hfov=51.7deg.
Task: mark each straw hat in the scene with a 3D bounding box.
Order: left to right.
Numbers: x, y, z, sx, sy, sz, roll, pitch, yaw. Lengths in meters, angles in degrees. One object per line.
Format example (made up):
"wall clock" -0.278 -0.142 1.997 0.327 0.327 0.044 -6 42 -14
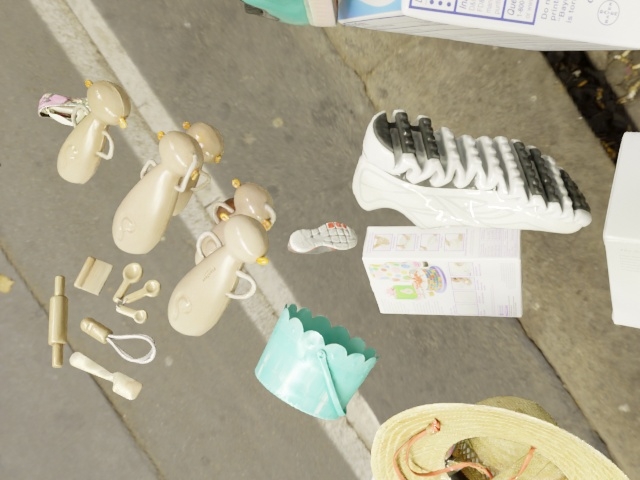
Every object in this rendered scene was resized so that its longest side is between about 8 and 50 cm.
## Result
"straw hat" 0.105 0.120 0.360 0.144 0.061 0.145 15 126 21

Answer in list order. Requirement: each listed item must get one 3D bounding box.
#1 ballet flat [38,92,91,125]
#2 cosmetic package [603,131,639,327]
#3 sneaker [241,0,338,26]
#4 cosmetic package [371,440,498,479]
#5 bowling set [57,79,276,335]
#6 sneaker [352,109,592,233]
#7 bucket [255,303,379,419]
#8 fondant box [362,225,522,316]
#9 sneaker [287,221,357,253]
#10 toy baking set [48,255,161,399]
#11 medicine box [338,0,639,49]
"ballet flat" -0.575 -0.309 1.600 0.221 0.077 0.079 5 60 3
"cosmetic package" 0.432 0.005 0.696 0.224 0.225 0.138 8 67 29
"sneaker" -0.054 -0.290 0.630 0.121 0.302 0.108 -1 79 7
"cosmetic package" 0.302 0.545 1.167 0.327 0.393 0.330 22 97 42
"bowling set" -0.128 -0.059 0.722 0.287 0.200 0.154 48 122 12
"sneaker" 0.177 -0.060 0.781 0.292 0.110 0.118 15 134 -11
"bucket" -0.012 0.297 1.616 0.281 0.281 0.183 29 94 0
"fondant box" 0.279 0.071 1.475 0.330 0.238 0.096 -1 54 17
"sneaker" 0.000 0.000 1.403 0.157 0.065 0.061 -2 73 -24
"toy baking set" -0.368 0.141 1.115 0.196 0.030 0.256 -6 67 8
"medicine box" 0.187 -0.289 0.696 0.289 0.263 0.149 4 105 -13
